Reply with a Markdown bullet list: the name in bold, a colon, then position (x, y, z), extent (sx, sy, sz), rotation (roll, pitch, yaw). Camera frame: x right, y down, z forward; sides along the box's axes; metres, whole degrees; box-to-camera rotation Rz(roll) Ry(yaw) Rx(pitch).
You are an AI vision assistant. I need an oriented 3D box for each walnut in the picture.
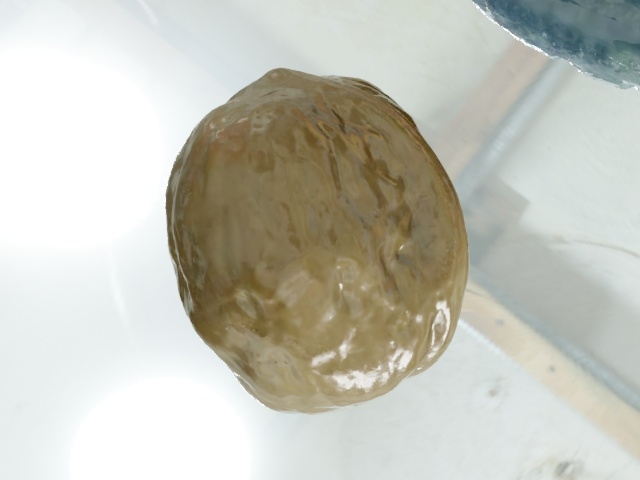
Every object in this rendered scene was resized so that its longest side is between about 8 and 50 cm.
- **walnut**: position (0.000, 0.000, 0.707), extent (0.149, 0.166, 0.167), rotation (-6, -94, 32)

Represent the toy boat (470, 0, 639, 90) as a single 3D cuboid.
- **toy boat**: position (0.192, -0.187, 0.843), extent (0.330, 0.123, 0.215), rotation (26, -65, 32)
